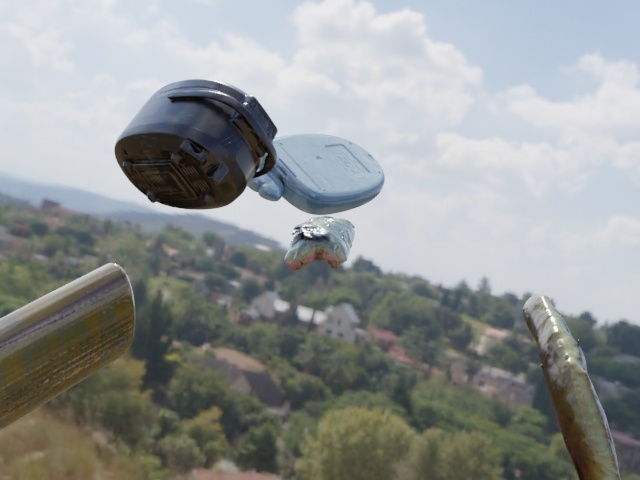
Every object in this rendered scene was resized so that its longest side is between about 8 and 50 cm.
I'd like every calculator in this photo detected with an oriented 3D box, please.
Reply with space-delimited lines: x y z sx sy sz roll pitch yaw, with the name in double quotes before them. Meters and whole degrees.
"calculator" -0.008 -0.121 1.726 0.302 0.042 0.188 -14 54 -46

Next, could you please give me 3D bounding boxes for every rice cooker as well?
"rice cooker" -0.121 -0.090 0.938 0.165 0.106 0.112 3 -40 46

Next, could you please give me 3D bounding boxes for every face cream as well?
"face cream" -0.323 0.134 1.033 0.067 0.139 0.285 32 42 27

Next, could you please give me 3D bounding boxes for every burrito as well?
"burrito" 0.003 -0.002 1.489 0.096 0.066 0.309 0 7 6

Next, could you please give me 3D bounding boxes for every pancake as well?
"pancake" 0.364 0.255 1.435 0.067 0.427 0.305 -14 -31 3
